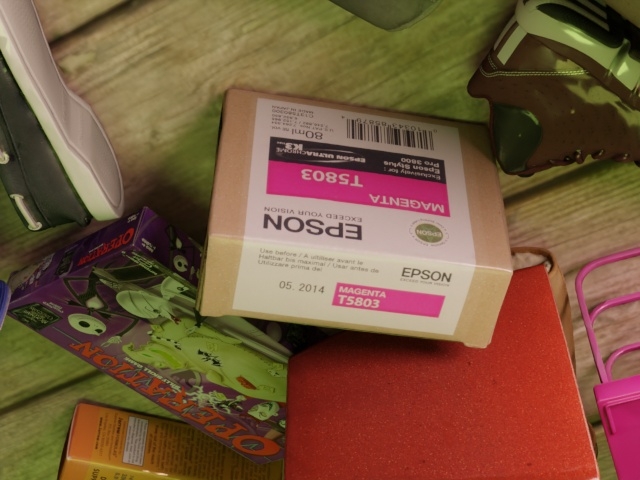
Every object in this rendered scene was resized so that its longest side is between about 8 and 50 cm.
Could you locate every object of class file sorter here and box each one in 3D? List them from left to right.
[{"bbox_3d":[0.368,0.151,1.088,0.202,0.182,0.290,-15,130,12],"label":"file sorter"}]

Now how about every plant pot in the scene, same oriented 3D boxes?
[{"bbox_3d":[0.094,0.209,0.986,0.236,0.267,0.267,-5,125,3],"label":"plant pot"}]

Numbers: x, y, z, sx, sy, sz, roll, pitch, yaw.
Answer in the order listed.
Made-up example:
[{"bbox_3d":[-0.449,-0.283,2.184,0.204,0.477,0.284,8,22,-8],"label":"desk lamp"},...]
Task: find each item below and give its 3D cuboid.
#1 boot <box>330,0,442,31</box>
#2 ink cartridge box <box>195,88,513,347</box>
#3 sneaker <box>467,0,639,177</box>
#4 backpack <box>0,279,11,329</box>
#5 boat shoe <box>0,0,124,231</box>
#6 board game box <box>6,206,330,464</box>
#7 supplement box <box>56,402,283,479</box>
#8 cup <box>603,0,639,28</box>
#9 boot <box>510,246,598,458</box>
[{"bbox_3d":[0.019,-0.230,0.794,0.209,0.076,0.190,21,151,-26],"label":"boot"},{"bbox_3d":[0.026,-0.022,0.934,0.235,0.193,0.088,7,131,-7],"label":"ink cartridge box"},{"bbox_3d":[0.245,-0.090,0.947,0.281,0.106,0.162,31,130,-11],"label":"sneaker"},{"bbox_3d":[-0.387,0.060,0.974,0.213,0.276,0.263,29,118,-26],"label":"backpack"},{"bbox_3d":[-0.249,-0.119,0.905,0.091,0.114,0.302,-15,128,6],"label":"boat shoe"},{"bbox_3d":[-0.105,0.106,1.094,0.208,0.056,0.347,-19,135,42],"label":"board game box"},{"bbox_3d":[-0.160,0.247,1.242,0.234,0.080,0.078,12,132,-14],"label":"supplement box"},{"bbox_3d":[0.259,-0.248,0.695,0.237,0.331,0.331,17,135,23],"label":"cup"},{"bbox_3d":[0.148,0.143,1.153,0.236,0.089,0.269,-19,127,7],"label":"boot"}]
